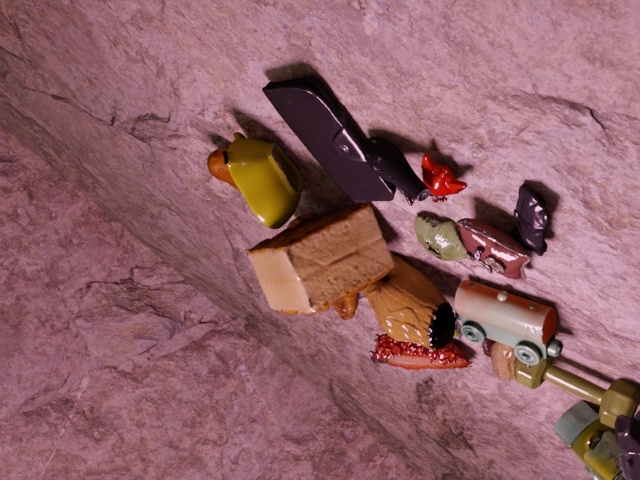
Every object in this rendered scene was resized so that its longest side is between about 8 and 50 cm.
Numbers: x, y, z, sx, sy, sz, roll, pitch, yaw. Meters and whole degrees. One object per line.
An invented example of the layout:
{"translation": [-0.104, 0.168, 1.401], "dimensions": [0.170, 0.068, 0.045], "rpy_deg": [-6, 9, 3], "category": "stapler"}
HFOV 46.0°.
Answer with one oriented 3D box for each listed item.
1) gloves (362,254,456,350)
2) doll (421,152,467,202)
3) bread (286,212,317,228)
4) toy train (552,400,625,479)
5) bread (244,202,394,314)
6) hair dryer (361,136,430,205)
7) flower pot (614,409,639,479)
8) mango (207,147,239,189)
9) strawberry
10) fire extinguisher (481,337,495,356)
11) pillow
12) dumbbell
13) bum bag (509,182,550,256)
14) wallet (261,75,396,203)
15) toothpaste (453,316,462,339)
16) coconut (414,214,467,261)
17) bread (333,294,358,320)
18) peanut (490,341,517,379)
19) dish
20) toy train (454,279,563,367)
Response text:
{"translation": [0.215, 0.161, 2.008], "dimensions": [0.356, 0.155, 0.203], "rpy_deg": [42, 147, 55], "category": "gloves"}
{"translation": [0.246, -0.120, 1.593], "dimensions": [0.109, 0.057, 0.169], "rpy_deg": [38, 161, 6], "category": "doll"}
{"translation": [0.000, 0.000, 2.169], "dimensions": [0.200, 0.077, 0.116], "rpy_deg": [42, 159, -7], "category": "bread"}
{"translation": [0.779, 0.593, 1.944], "dimensions": [0.253, 0.160, 0.397], "rpy_deg": [45, -177, -22], "category": "toy train"}
{"translation": [-0.002, 0.050, 1.950], "dimensions": [0.279, 0.279, 0.207], "rpy_deg": [-13, 103, 61], "category": "bread"}
{"translation": [0.186, -0.122, 1.662], "dimensions": [0.195, 0.075, 0.219], "rpy_deg": [48, 180, 32], "category": "hair dryer"}
{"translation": [0.798, 0.485, 1.637], "dimensions": [0.283, 0.299, 0.299], "rpy_deg": [42, 158, -20], "category": "flower pot"}
{"translation": [-0.245, -0.205, 2.137], "dimensions": [0.105, 0.084, 0.159], "rpy_deg": [-13, 149, 43], "category": "mango"}
{"translation": [0.320, 0.325, 2.305], "dimensions": [0.306, 0.138, 0.233], "rpy_deg": [-2, 162, 21], "category": "strawberry"}
{"translation": [0.453, 0.259, 2.045], "dimensions": [0.158, 0.043, 0.064], "rpy_deg": [66, -173, -48], "category": "fire extinguisher"}
{"translation": [0.373, 0.026, 1.638], "dimensions": [0.171, 0.075, 0.179], "rpy_deg": [33, 174, 20], "category": "pillow"}
{"translation": [0.635, 0.358, 1.881], "dimensions": [0.301, 0.122, 0.108], "rpy_deg": [25, -177, 30], "category": "dumbbell"}
{"translation": [0.425, -0.037, 1.509], "dimensions": [0.087, 0.049, 0.198], "rpy_deg": [53, 168, 32], "category": "bum bag"}
{"translation": [0.029, -0.222, 1.731], "dimensions": [0.197, 0.051, 0.377], "rpy_deg": [8, 146, 51], "category": "wallet"}
{"translation": [0.351, 0.218, 2.128], "dimensions": [0.046, 0.034, 0.164], "rpy_deg": [5, 142, 47], "category": "toothpaste"}
{"translation": [0.283, 0.000, 1.778], "dimensions": [0.158, 0.055, 0.133], "rpy_deg": [36, 159, 0], "category": "coconut"}
{"translation": [0.070, 0.166, 2.388], "dimensions": [0.104, 0.076, 0.233], "rpy_deg": [13, 143, 22], "category": "bread"}
{"translation": [0.500, 0.316, 2.021], "dimensions": [0.083, 0.094, 0.194], "rpy_deg": [-9, 146, 8], "category": "peanut"}
{"translation": [-0.127, -0.170, 1.945], "dimensions": [0.108, 0.221, 0.262], "rpy_deg": [-26, 112, 21], "category": "dish"}
{"translation": [0.454, 0.190, 1.844], "dimensions": [0.285, 0.116, 0.177], "rpy_deg": [20, 140, 39], "category": "toy train"}
